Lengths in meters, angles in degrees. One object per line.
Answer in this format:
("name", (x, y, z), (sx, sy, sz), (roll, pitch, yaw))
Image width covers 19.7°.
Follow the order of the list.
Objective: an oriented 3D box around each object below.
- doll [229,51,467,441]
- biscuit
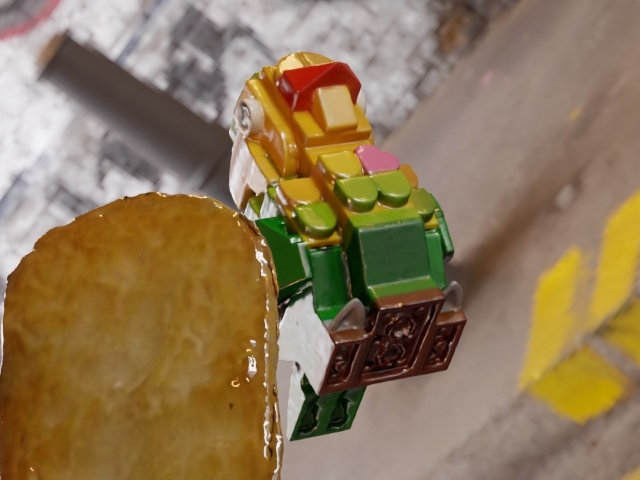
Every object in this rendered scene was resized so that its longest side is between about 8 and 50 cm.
("doll", (0.003, -0.003, 0.950), (0.106, 0.186, 0.134), (-9, -13, -26))
("biscuit", (-0.064, 0.096, 0.638), (0.118, 0.029, 0.247), (-11, 64, 21))
